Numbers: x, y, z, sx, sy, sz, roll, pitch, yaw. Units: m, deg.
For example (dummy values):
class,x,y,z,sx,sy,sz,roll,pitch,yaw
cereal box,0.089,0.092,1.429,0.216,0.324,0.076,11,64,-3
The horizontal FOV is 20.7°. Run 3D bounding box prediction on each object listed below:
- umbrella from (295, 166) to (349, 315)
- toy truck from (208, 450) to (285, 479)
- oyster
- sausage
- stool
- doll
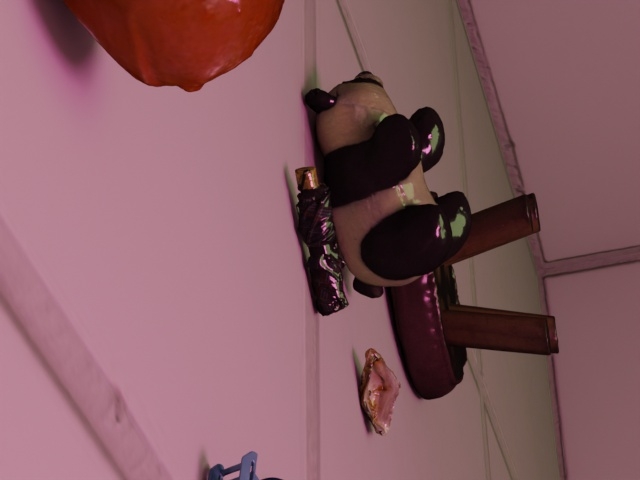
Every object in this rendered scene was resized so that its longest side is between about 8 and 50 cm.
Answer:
class,x,y,z,sx,sy,sz,roll,pitch,yaw
umbrella,0.000,0.000,1.664,0.040,0.037,0.144,-46,128,-69
toy truck,-0.049,0.216,1.199,0.074,0.063,0.136,46,32,-34
oyster,0.058,0.157,1.823,0.051,0.034,0.093,1,90,-62
sausage,-0.100,-0.227,1.098,0.141,0.153,0.268,16,64,-77
stool,0.188,0.054,2.170,0.272,0.178,0.272,-9,90,-79
doll,0.067,-0.062,1.814,0.143,0.135,0.234,-15,90,-72
